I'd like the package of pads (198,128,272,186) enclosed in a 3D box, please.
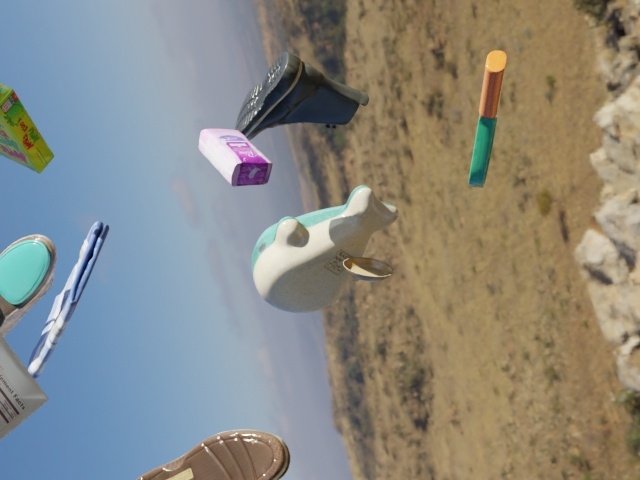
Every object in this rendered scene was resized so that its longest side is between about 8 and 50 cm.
[{"bbox_3d":[-0.095,-0.092,0.955,0.083,0.050,0.032,46,130,40],"label":"package of pads"}]

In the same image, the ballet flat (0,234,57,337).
[{"bbox_3d":[-0.577,0.097,1.632,0.108,0.316,0.106,50,-160,6],"label":"ballet flat"}]

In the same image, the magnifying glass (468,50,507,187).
[{"bbox_3d":[0.197,-0.140,1.022,0.231,0.026,0.092,75,-151,-63],"label":"magnifying glass"}]

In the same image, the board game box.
[{"bbox_3d":[-0.511,-0.190,1.416,0.043,0.092,0.181,-58,-20,-23],"label":"board game box"}]

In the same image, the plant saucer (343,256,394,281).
[{"bbox_3d":[0.076,0.048,1.394,0.083,0.083,0.015,-116,32,-67],"label":"plant saucer"}]

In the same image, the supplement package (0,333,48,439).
[{"bbox_3d":[-0.559,0.229,1.173,0.199,0.262,0.198,-19,108,48],"label":"supplement package"}]

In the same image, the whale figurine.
[{"bbox_3d":[0.000,0.000,1.486,0.216,0.272,0.141,31,-156,-40],"label":"whale figurine"}]

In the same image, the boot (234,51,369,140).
[{"bbox_3d":[-0.036,-0.178,1.261,0.198,0.137,0.077,-33,43,55],"label":"boot"}]

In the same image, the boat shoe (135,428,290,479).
[{"bbox_3d":[-0.145,0.326,1.220,0.095,0.257,0.095,24,-131,-61],"label":"boat shoe"}]

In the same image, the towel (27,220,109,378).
[{"bbox_3d":[-0.477,0.114,1.635,0.285,0.034,0.209,-51,22,43],"label":"towel"}]
